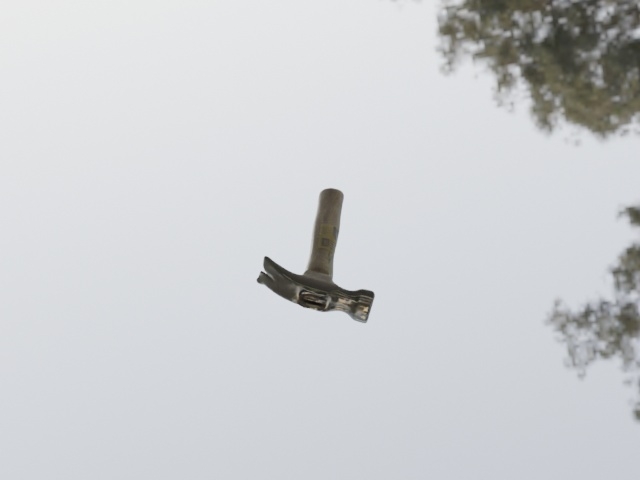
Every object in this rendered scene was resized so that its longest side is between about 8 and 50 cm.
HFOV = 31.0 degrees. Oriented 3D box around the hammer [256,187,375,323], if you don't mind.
[{"bbox_3d":[0.000,0.000,0.680,0.062,0.017,0.182,13,-160,-3],"label":"hammer"}]
